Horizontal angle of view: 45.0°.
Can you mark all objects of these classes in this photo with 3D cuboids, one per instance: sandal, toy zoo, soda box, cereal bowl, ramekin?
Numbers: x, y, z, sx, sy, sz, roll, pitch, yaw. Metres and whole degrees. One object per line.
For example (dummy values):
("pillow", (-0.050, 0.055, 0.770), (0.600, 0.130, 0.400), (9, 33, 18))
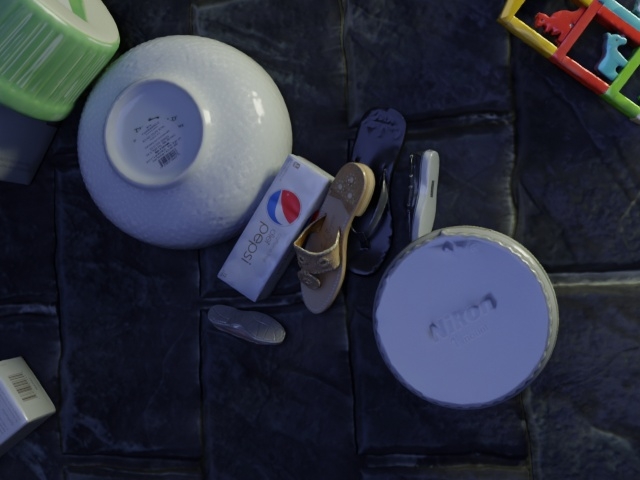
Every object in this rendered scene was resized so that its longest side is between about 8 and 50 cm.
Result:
("sandal", (-0.004, -0.003, 1.107), (0.088, 0.079, 0.240), (38, 116, 38))
("toy zoo", (0.379, -0.321, 1.052), (0.293, 0.030, 0.192), (35, 96, -2))
("sandal", (0.066, -0.074, 1.138), (0.097, 0.054, 0.254), (8, 90, 13))
("soda box", (-0.062, -0.018, 1.153), (0.074, 0.069, 0.216), (34, 100, 12))
("cereal bowl", (-0.222, -0.153, 1.166), (0.339, 0.141, 0.339), (-1, 87, 13))
("ramekin", (-0.442, -0.335, 1.129), (0.148, 0.303, 0.303), (-40, 80, 15))

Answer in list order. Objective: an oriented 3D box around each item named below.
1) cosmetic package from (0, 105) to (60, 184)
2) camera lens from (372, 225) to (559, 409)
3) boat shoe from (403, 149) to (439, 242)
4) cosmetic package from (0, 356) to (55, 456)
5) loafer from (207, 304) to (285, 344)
("cosmetic package", (-0.633, -0.249, 1.228), (0.385, 0.217, 0.156), (31, 95, 14))
("camera lens", (0.187, 0.093, 0.992), (0.219, 0.274, 0.219), (0, 89, 13))
("boat shoe", (0.144, -0.062, 1.128), (0.040, 0.049, 0.142), (7, 88, 32))
("cosmetic package", (-0.562, 0.306, 1.261), (0.231, 0.085, 0.117), (-38, 80, 11))
("loafer", (-0.112, 0.133, 1.188), (0.125, 0.039, 0.045), (18, 59, 10))
